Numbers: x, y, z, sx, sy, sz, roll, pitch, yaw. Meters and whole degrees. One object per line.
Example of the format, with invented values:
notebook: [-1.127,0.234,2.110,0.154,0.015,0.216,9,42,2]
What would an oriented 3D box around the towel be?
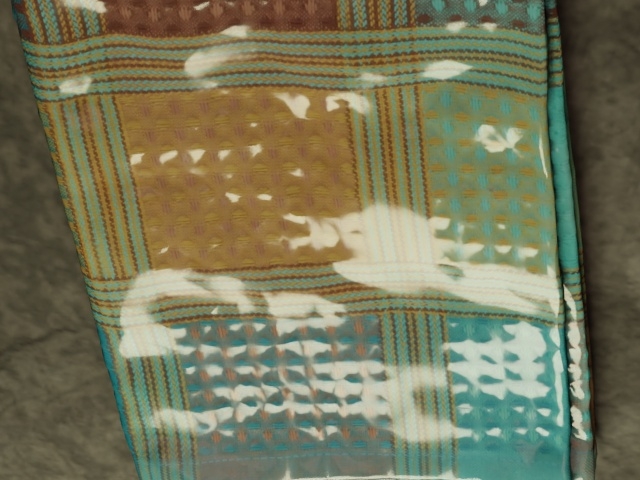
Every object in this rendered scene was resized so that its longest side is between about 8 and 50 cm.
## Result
towel: [0.000,0.000,0.920,0.272,0.040,0.370,-3,128,10]
